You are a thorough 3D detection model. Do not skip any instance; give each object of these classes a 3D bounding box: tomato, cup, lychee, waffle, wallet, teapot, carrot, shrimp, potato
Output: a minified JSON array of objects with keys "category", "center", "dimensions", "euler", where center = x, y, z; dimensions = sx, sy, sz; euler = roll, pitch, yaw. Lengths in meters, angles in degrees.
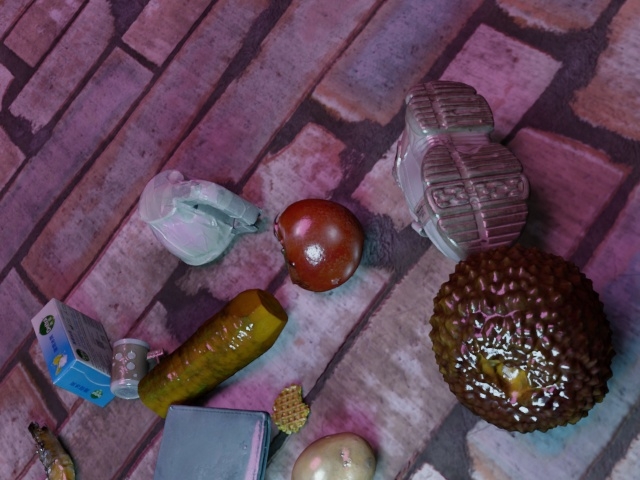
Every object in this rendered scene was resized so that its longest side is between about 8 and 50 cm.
[{"category":"tomato","center":[0.000,0.000,1.903],"dimensions":[0.167,0.167,0.167],"euler":[-20,53,29]},{"category":"cup","center":[-0.353,0.251,2.102],"dimensions":[0.074,0.102,0.099],"euler":[120,154,-55]},{"category":"lychee","center":[0.285,0.127,1.523],"dimensions":[0.268,0.267,0.267],"euler":[-20,53,29]},{"category":"waffle","center":[-0.051,0.288,1.854],"dimensions":[0.078,0.016,0.085],"euler":[-50,43,9]},{"category":"wallet","center":[-0.191,0.425,1.835],"dimensions":[0.251,0.054,0.290],"euler":[-2,71,39]},{"category":"teapot","center":[-0.248,-0.045,2.109],"dimensions":[0.222,0.178,0.163],"euler":[26,83,45]},{"category":"carrot","center":[-0.191,0.204,1.959],"dimensions":[0.302,0.114,0.114],"euler":[-40,45,19]},{"category":"shrimp","center":[-0.552,0.457,2.143],"dimensions":[0.150,0.051,0.217],"euler":[-50,47,13]},{"category":"potato","center":[0.016,0.358,1.693],"dimensions":[0.147,0.112,0.112],"euler":[-36,46,8]}]

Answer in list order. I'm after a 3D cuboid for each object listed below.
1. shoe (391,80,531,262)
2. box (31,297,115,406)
[{"category":"shoe","center":[0.219,-0.079,1.748],"dimensions":[0.172,0.198,0.350],"euler":[1,51,-9]},{"category":"box","center":[-0.481,0.222,2.163],"dimensions":[0.073,0.139,0.194],"euler":[-44,44,10]}]
